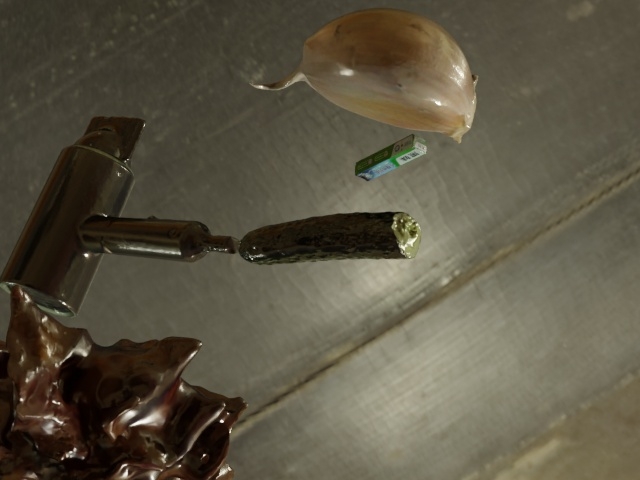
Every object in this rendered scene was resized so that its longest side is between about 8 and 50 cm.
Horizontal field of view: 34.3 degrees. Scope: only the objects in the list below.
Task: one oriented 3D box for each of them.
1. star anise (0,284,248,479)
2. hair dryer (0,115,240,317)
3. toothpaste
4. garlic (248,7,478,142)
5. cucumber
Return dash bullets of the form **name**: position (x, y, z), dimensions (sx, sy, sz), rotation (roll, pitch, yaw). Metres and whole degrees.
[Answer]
- **star anise**: position (-0.156, 0.110, 0.502), dimensions (0.237, 0.148, 0.346), rotation (-7, 152, 3)
- **hair dryer**: position (-0.155, -0.025, 0.914), dimensions (0.078, 0.248, 0.196), rotation (42, 62, -48)
- **toothpaste**: position (0.070, -0.083, 1.047), dimensions (0.020, 0.017, 0.083), rotation (23, 148, -36)
- **garlic**: position (0.050, -0.196, 1.170), dimensions (0.266, 0.128, 0.148), rotation (19, 117, 9)
- **cucumber**: position (0.000, 0.000, 1.124), dimensions (0.214, 0.052, 0.058), rotation (-4, 159, 27)
